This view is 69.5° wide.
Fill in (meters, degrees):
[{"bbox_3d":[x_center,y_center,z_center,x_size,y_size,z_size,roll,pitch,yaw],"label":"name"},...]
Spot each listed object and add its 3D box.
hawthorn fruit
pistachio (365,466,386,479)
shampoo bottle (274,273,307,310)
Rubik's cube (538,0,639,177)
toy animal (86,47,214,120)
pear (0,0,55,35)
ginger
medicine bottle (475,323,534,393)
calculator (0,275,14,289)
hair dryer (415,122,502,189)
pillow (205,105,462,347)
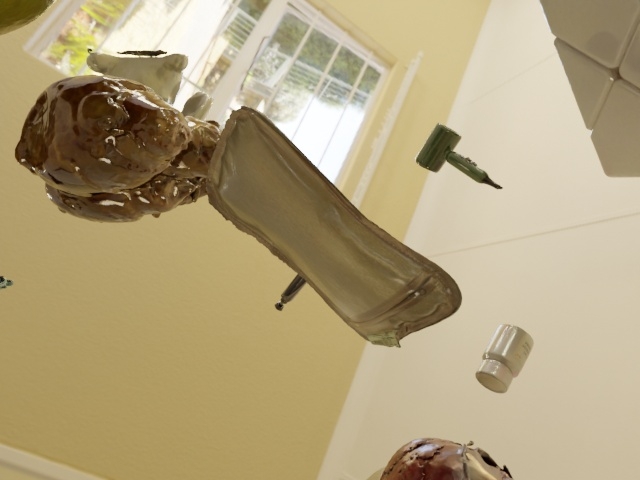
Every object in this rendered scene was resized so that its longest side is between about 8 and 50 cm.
[{"bbox_3d":[0.103,0.257,0.391,0.172,0.148,0.148,-53,-164,-15],"label":"hawthorn fruit"},{"bbox_3d":[0.110,0.405,0.691,0.124,0.125,0.185,-62,178,-11],"label":"pistachio"},{"bbox_3d":[-0.050,0.093,0.939,0.137,0.027,0.048,-51,168,25],"label":"shampoo bottle"},{"bbox_3d":[0.528,-0.282,0.550,0.316,0.321,0.319,-32,-167,-8],"label":"Rubik's cube"},{"bbox_3d":[-0.381,-0.268,1.001,0.174,0.249,0.289,-68,179,-88],"label":"toy animal"},{"bbox_3d":[-0.365,-0.337,0.377,0.352,0.352,0.413,-51,-139,23],"label":"pear"},{"bbox_3d":[-0.276,-0.115,0.675,0.357,0.274,0.152,146,-46,-64],"label":"ginger"},{"bbox_3d":[0.253,0.162,0.637,0.089,0.052,0.052,-47,-169,-29],"label":"medicine bottle"},{"bbox_3d":[-0.568,0.059,0.734,0.094,0.141,0.019,-81,-176,-77],"label":"calculator"},{"bbox_3d":[0.220,-0.117,0.712,0.150,0.047,0.071,44,-63,32],"label":"hair dryer"},{"bbox_3d":[0.000,0.000,0.381,0.038,0.233,0.130,-50,-177,-39],"label":"pillow"}]
